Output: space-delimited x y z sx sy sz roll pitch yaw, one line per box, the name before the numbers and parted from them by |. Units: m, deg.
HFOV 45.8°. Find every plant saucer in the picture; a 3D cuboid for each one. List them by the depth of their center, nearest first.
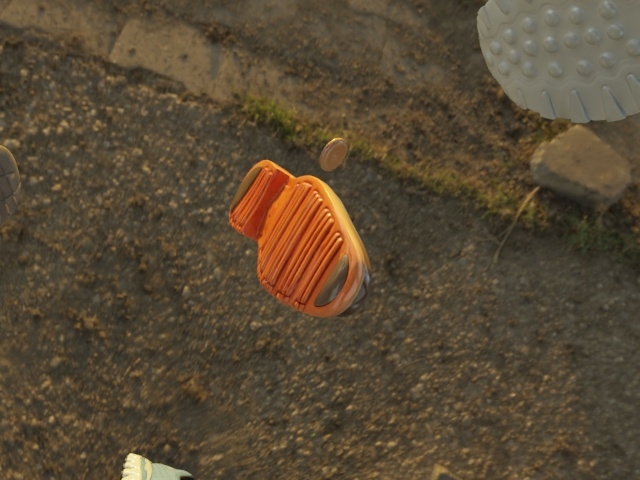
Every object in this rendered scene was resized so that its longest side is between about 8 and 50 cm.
plant saucer | 0.032 -0.196 1.744 0.083 0.083 0.013 -34 55 -30

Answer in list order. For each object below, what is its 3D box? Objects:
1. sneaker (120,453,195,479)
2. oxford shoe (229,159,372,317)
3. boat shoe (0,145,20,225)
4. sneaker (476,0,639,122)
sneaker | -0.233 0.422 1.101 0.147 0.330 0.129 8 106 -8
oxford shoe | 0.000 0.000 0.885 0.133 0.363 0.130 29 100 -25
boat shoe | -0.540 -0.054 1.004 0.130 0.132 0.355 5 19 13
sneaker | 0.179 -0.126 0.369 0.095 0.235 0.090 -40 108 -30
